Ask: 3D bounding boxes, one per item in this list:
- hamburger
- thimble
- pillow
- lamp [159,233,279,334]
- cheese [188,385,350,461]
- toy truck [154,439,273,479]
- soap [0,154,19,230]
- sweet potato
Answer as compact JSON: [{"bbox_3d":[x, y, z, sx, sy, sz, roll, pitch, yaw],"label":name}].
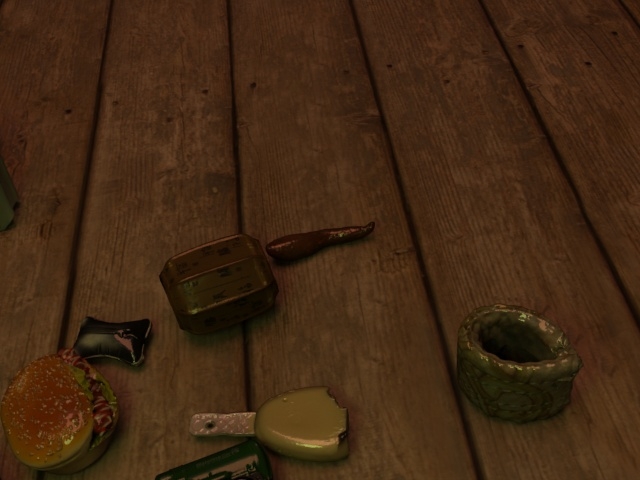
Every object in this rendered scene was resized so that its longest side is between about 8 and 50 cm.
[{"bbox_3d":[-0.412,0.267,1.309,0.173,0.116,0.210,-30,48,-17],"label":"hamburger"},{"bbox_3d":[0.301,0.190,1.268,0.190,0.143,0.137,15,48,22],"label":"thimble"},{"bbox_3d":[-0.363,0.174,1.442,0.136,0.055,0.091,-1,76,11],"label":"pillow"},{"bbox_3d":[-0.177,0.075,1.446,0.185,0.161,0.161,-22,46,-9],"label":"lamp"},{"bbox_3d":[-0.078,0.283,1.293,0.255,0.050,0.127,0,45,7],"label":"cheese"},{"bbox_3d":[-0.179,0.373,1.184,0.242,0.101,0.125,-19,41,-15],"label":"toy truck"},{"bbox_3d":[-0.726,-0.143,1.644,0.173,0.289,0.095,-10,42,-4],"label":"soap"},{"bbox_3d":[0.000,0.000,1.573,0.214,0.050,0.050,-13,45,-11],"label":"sweet potato"}]
